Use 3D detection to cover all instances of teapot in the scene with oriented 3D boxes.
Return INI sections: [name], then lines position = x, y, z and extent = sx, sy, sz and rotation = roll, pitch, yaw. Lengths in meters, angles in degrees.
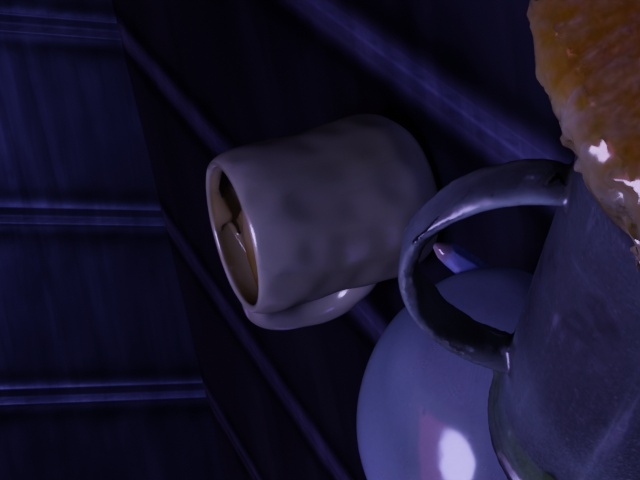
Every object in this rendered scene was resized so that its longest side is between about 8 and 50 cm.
[teapot]
position = 0.179, 0.036, 0.689
extent = 0.337, 0.271, 0.200
rotation = 94, -175, -52

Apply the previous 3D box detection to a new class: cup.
[cup]
position = 0.008, 0.006, 1.237
extent = 0.173, 0.202, 0.255
rotation = -135, 33, -56

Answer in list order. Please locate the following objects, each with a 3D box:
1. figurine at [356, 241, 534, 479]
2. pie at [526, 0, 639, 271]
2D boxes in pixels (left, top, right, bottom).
[figurine]
position = 0.148, 0.199, 1.001
extent = 0.224, 0.205, 0.381
rotation = -115, 4, -47
[pie]
position = 0.222, -0.122, 0.425
extent = 0.339, 0.083, 0.339
rotation = -14, 70, 41
